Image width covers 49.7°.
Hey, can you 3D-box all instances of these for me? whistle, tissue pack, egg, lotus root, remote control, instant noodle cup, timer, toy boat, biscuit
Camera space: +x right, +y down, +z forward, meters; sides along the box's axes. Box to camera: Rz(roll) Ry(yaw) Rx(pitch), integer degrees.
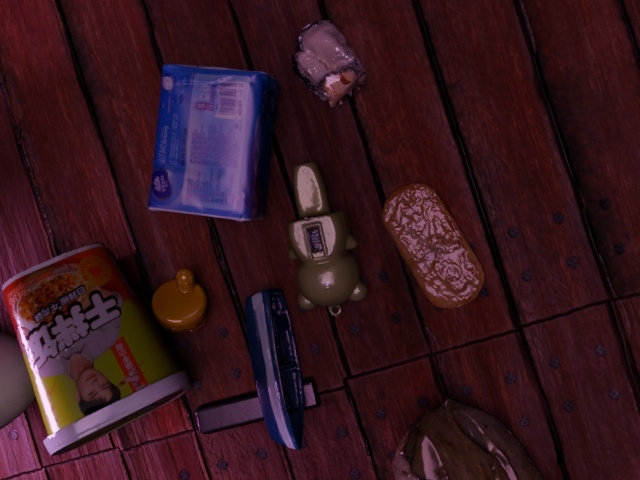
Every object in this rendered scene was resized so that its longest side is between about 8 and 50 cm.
[{"bbox_3d":[0.000,0.000,1.261,0.131,0.106,0.288,-12,92,12],"label":"whistle"},{"bbox_3d":[-0.190,-0.176,1.262,0.198,0.146,0.263,7,95,10],"label":"tissue pack"},{"bbox_3d":[-0.710,0.286,1.326,0.370,0.230,0.230,-15,90,6],"label":"egg"},{"bbox_3d":[0.268,0.439,1.235,0.210,0.142,0.314,-31,82,-28],"label":"lotus root"},{"bbox_3d":[-0.122,0.322,1.338,0.245,0.025,0.063,-17,86,9],"label":"remote control"},{"bbox_3d":[-0.416,0.189,1.262,0.294,0.294,0.308,-29,80,9],"label":"instant noodle cup"},{"bbox_3d":[-0.266,0.116,1.307,0.107,0.109,0.107,2,52,-3],"label":"timer"},{"bbox_3d":[-0.083,0.240,1.285,0.061,0.096,0.299,-13,82,18],"label":"toy boat"},{"bbox_3d":[0.206,0.011,1.268,0.118,0.029,0.247,-31,88,10],"label":"biscuit"}]

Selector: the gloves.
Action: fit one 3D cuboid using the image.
[{"bbox_3d":[0.008,-0.324,1.264,0.114,0.070,0.153,-38,80,17],"label":"gloves"}]
